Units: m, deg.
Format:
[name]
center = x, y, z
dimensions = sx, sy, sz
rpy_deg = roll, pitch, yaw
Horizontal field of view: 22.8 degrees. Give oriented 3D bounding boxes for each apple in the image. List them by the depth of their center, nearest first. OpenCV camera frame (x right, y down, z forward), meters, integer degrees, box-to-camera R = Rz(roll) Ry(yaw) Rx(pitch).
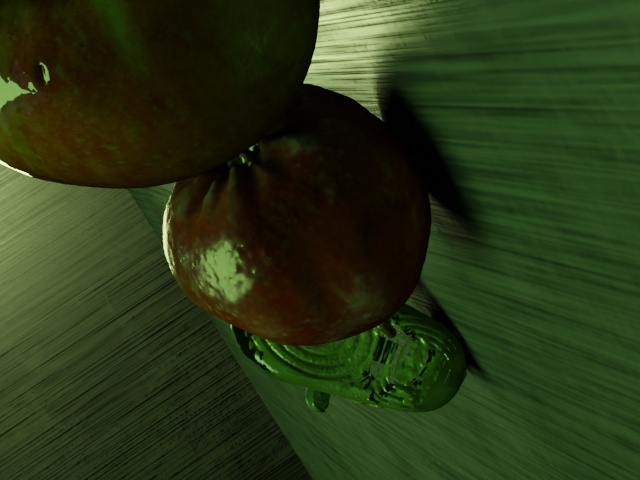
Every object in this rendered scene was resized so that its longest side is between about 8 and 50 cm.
[apple]
center = -0.168, -0.199, 1.275
dimensions = 0.339, 0.339, 0.339
rpy_deg = 54, 170, 14

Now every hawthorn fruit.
[hawthorn fruit]
center = 0.000, 0.000, 1.433
dimensions = 0.272, 0.242, 0.242
rpy_deg = 44, 178, -32

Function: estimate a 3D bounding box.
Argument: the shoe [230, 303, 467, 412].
[shoe]
center = 0.028, 0.115, 1.706
dimensions = 0.262, 0.140, 0.128
rpy_deg = 18, 166, 8
